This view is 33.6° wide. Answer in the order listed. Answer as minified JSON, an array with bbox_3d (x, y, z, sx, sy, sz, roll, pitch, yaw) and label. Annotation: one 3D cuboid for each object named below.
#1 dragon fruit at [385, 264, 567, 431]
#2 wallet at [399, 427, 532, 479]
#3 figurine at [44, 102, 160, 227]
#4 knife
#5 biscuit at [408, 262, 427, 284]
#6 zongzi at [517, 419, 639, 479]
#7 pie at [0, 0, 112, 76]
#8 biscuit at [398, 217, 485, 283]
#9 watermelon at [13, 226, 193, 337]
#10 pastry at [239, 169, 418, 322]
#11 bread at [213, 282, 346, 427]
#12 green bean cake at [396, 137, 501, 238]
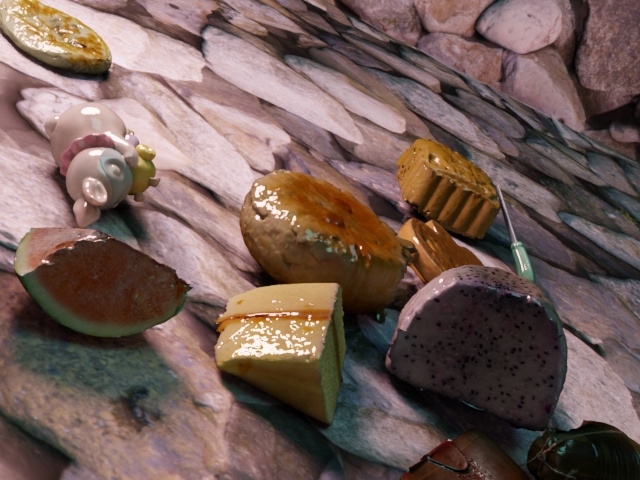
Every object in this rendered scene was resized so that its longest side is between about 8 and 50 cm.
[{"bbox_3d":[0.266,0.147,1.703,0.283,0.221,0.204,19,19,7],"label":"dragon fruit"},{"bbox_3d":[0.211,0.346,1.523,0.137,0.031,0.255,42,25,21],"label":"wallet"},{"bbox_3d":[-0.333,-0.104,1.642,0.155,0.127,0.235,24,28,-42],"label":"figurine"},{"bbox_3d":[0.432,-0.005,2.364,0.063,0.034,0.260,68,9,-62],"label":"knife"},{"bbox_3d":[0.221,0.056,2.120,0.140,0.023,0.118,32,23,-2],"label":"biscuit"},{"bbox_3d":[0.399,0.335,1.722,0.247,0.111,0.241,14,10,-22],"label":"zongzi"},{"bbox_3d":[-0.517,-0.400,2.075,0.240,0.054,0.240,28,24,-14],"label":"pie"},{"bbox_3d":[0.258,0.069,2.016,0.275,0.052,0.355,56,19,25],"label":"biscuit"},{"bbox_3d":[-0.306,0.054,1.404,0.231,0.128,0.146,32,-9,-35],"label":"watermelon"},{"bbox_3d":[0.000,0.000,1.813,0.329,0.136,0.329,28,21,-12],"label":"pastry"},{"bbox_3d":[-0.061,0.164,1.556,0.178,0.135,0.240,-2,24,7],"label":"bread"},{"bbox_3d":[0.292,-0.123,2.427,0.229,0.131,0.224,27,22,-13],"label":"green bean cake"}]
